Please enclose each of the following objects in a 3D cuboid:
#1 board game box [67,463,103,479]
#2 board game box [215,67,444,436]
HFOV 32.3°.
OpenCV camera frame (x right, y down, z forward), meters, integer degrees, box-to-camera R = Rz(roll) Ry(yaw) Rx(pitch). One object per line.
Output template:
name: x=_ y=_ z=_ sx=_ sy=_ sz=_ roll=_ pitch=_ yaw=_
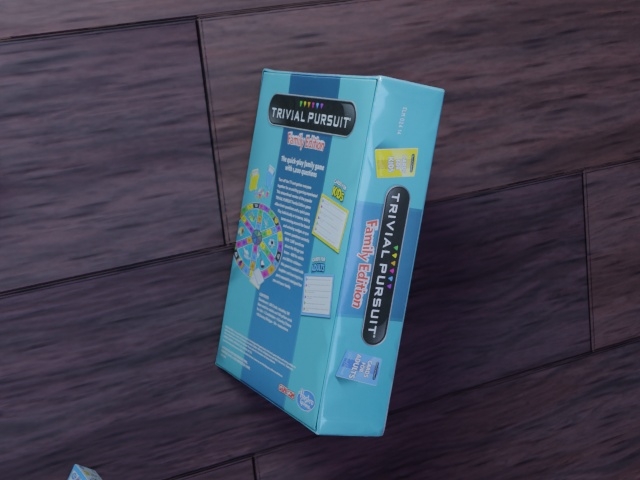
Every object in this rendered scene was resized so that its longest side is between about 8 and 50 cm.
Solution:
board game box: x=-0.240 y=0.302 z=1.119 sx=0.026 sy=0.154 sz=0.103 roll=28 pitch=87 yaw=-29
board game box: x=0.000 y=0.000 z=1.129 sx=0.079 sy=0.254 sz=0.336 roll=7 pitch=96 yaw=-29
